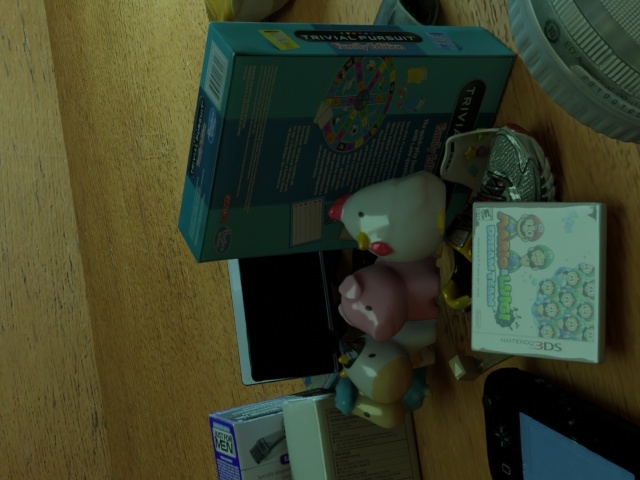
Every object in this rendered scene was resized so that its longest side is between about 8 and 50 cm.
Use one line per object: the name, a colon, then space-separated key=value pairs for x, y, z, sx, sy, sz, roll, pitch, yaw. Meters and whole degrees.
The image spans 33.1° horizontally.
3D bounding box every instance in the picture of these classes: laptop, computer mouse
laptop: x=-0.119 y=0.008 z=1.483 sx=0.408 sy=0.236 sz=0.382 roll=-18 pitch=77 yaw=54
computer mouse: x=0.000 y=0.000 z=1.565 sx=0.184 sy=0.060 sz=0.262 roll=-62 pitch=34 yaw=32

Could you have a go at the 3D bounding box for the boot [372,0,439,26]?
boot: x=0.093 y=-0.210 z=1.363 sx=0.208 sy=0.076 sz=0.189 roll=-45 pitch=56 yaw=49

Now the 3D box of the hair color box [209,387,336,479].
hair color box: x=-0.036 y=0.399 z=1.551 sx=0.110 sy=0.185 sz=0.338 roll=-1 pitch=98 yaw=63

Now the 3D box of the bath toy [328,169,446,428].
bath toy: x=0.074 y=0.070 z=1.239 sx=0.151 sy=0.129 sz=0.348 roll=-81 pitch=-8 yaw=-46

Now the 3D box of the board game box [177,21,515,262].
board game box: x=0.025 y=-0.110 z=1.200 sx=0.079 sy=0.336 sz=0.253 roll=55 pitch=140 yaw=45

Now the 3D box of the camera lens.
camera lens: x=0.290 y=-0.219 z=0.777 sx=0.274 sy=0.219 sz=0.219 roll=-47 pitch=53 yaw=56

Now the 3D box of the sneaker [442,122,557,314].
sneaker: x=0.189 y=-0.016 z=1.160 sx=0.088 sy=0.093 sz=0.225 roll=41 pitch=129 yaw=55

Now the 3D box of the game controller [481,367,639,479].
game controller: x=0.265 y=0.242 z=1.077 sx=0.319 sy=0.067 sz=0.166 roll=24 pitch=115 yaw=61

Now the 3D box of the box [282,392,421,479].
box: x=0.052 y=0.357 z=1.442 sx=0.121 sy=0.148 sz=0.311 roll=156 pitch=109 yaw=-63

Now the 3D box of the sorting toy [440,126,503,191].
sorting toy: x=0.170 y=-0.095 z=1.204 sx=0.045 sy=0.075 sz=0.083 roll=48 pitch=135 yaw=51

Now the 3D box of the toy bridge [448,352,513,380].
toy bridge: x=0.217 y=0.092 z=1.140 sx=0.188 sy=0.063 sz=0.026 roll=-45 pitch=53 yaw=31

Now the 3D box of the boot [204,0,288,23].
boot: x=-0.130 y=-0.416 z=1.729 sx=0.295 sy=0.104 sz=0.211 roll=105 pitch=148 yaw=-42

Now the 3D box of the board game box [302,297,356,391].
board game box: x=0.009 y=0.174 z=1.630 sx=0.103 sy=0.026 sz=0.154 roll=67 pitch=148 yaw=33

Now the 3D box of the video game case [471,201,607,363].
video game case: x=0.217 y=0.039 z=1.083 sx=0.143 sy=0.019 sz=0.157 roll=2 pitch=93 yaw=38
